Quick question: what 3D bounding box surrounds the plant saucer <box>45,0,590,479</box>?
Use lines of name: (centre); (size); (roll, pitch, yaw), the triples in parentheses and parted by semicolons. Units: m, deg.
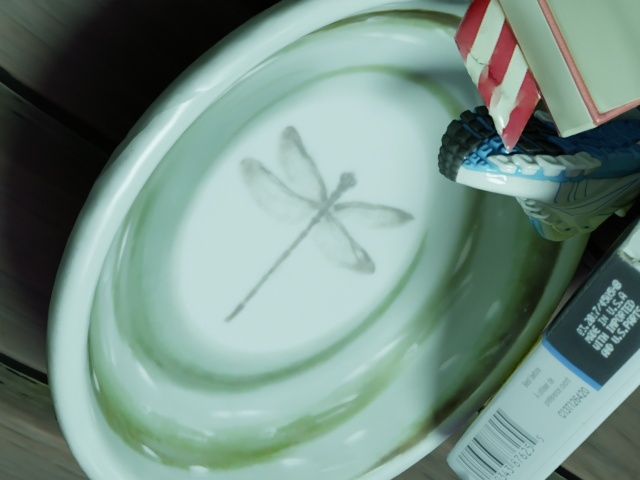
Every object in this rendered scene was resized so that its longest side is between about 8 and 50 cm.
plant saucer: (0.000, 0.000, 0.870); (0.400, 0.100, 0.400); (-21, 132, -26)

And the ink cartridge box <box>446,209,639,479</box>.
ink cartridge box: (0.228, 0.000, 0.884); (0.307, 0.072, 0.303); (-47, 168, -31)

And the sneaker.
sneaker: (0.141, -0.033, 0.836); (0.191, 0.071, 0.083); (-3, 128, -38)

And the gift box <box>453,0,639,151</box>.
gift box: (0.194, -0.183, 0.656); (0.255, 0.258, 0.276); (-20, 92, -14)

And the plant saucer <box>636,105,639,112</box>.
plant saucer: (0.294, -0.175, 0.919); (0.318, 0.043, 0.317); (-13, 133, -14)
